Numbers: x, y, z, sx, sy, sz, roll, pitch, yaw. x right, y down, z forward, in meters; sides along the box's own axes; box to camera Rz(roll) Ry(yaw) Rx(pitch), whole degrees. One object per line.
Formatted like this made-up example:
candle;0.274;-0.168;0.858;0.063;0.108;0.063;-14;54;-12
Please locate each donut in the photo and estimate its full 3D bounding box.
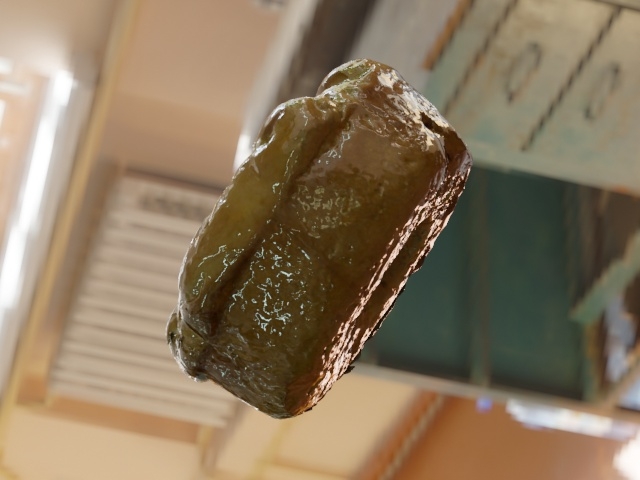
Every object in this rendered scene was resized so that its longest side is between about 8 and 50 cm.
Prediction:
donut;0.000;0.000;1.681;0.299;0.150;0.317;-48;-14;-39
